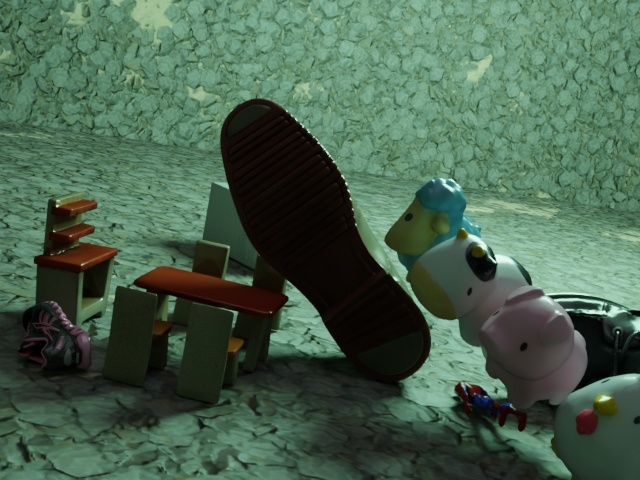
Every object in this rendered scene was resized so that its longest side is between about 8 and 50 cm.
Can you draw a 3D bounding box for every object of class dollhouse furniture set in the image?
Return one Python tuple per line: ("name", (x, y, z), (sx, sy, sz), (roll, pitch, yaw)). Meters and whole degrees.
("dollhouse furniture set", (-0.165, 0.043, 0.960), (0.259, 0.135, 0.262), (12, 12, 8))

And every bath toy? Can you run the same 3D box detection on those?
("bath toy", (0.198, 0.083, 0.865), (0.151, 0.129, 0.348), (-1, 37, -36))

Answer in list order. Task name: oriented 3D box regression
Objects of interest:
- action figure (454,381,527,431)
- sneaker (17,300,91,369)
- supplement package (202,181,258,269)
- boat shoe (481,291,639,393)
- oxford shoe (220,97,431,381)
("action figure", (0.167, 0.168, 0.925), (0.038, 0.030, 0.115), (12, 5, -20))
("sneaker", (-0.269, 0.094, 0.871), (0.057, 0.047, 0.119), (-14, 23, -37))
("supplement package", (-0.090, -0.020, 1.410), (0.105, 0.105, 0.179), (0, 16, -40))
("boat shoe", (0.349, 0.139, 0.985), (0.340, 0.127, 0.113), (18, -1, -8))
("oxford shoe", (0.000, 0.000, 1.024), (0.123, 0.348, 0.130), (-30, 2, 5))
